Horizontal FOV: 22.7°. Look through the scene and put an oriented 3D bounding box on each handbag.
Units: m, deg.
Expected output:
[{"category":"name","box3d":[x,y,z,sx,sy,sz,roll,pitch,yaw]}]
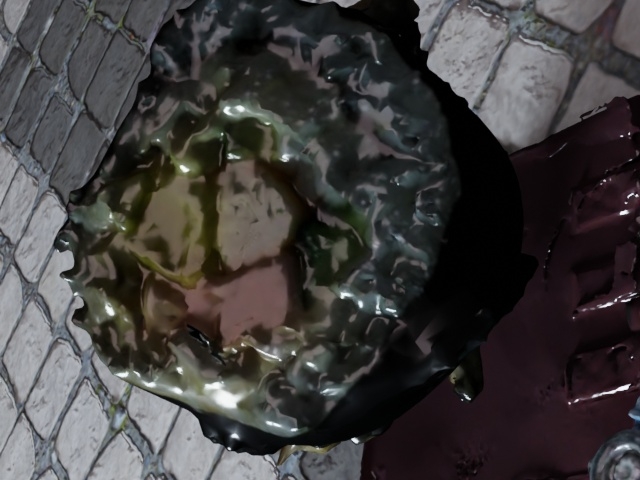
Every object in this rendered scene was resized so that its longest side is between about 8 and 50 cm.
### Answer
[{"category":"handbag","box3d":[0.118,0.050,0.848,0.216,0.074,0.203,-26,52,45]}]

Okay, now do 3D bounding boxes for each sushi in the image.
[{"category":"sushi","box3d":[0.001,0.001,0.820,0.238,0.219,0.225,-37,73,-1]}]

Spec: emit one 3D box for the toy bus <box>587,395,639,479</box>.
[{"category":"toy bus","box3d":[0.214,0.046,0.680,0.131,0.106,0.297,10,79,53]}]
